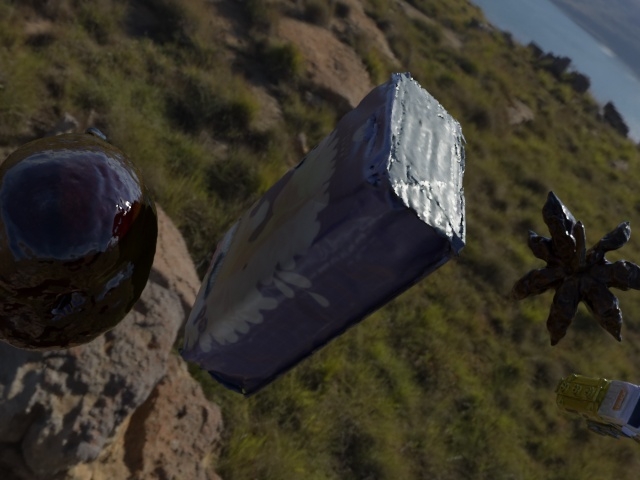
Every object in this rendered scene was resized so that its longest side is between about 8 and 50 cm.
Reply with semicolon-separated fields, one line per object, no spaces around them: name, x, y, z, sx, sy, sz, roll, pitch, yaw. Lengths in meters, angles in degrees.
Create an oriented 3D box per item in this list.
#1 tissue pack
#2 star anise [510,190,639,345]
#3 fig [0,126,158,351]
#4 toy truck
tissue pack;0.000;0.000;0.779;0.125;0.343;0.242;36;36;-20
star anise;0.365;0.050;0.996;0.212;0.196;0.111;42;23;5
fig;-0.216;-0.032;0.624;0.145;0.170;0.274;0;38;-6
toy truck;0.530;0.304;1.285;0.114;0.098;0.227;31;-10;-7
